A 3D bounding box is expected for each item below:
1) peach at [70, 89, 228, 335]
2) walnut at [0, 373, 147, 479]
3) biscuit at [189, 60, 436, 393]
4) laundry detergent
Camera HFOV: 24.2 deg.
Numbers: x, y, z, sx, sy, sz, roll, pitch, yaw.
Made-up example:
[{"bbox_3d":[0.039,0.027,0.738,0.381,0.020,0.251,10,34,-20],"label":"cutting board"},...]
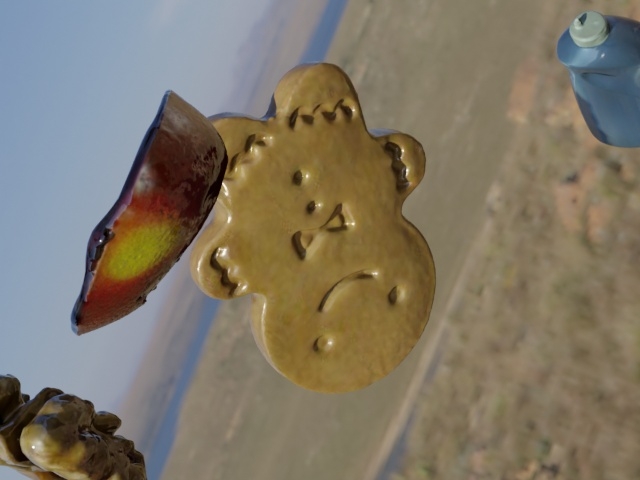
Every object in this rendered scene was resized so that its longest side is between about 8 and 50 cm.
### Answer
[{"bbox_3d":[-0.123,-0.013,1.100,0.189,0.068,0.279,-63,6,4],"label":"peach"},{"bbox_3d":[-0.191,0.142,1.071,0.170,0.143,0.069,64,-137,-66],"label":"walnut"},{"bbox_3d":[0.001,0.001,1.518,0.275,0.354,0.052,-29,27,-18],"label":"biscuit"},{"bbox_3d":[0.285,-0.161,1.449,0.206,0.097,0.061,45,-129,-54],"label":"laundry detergent"}]
